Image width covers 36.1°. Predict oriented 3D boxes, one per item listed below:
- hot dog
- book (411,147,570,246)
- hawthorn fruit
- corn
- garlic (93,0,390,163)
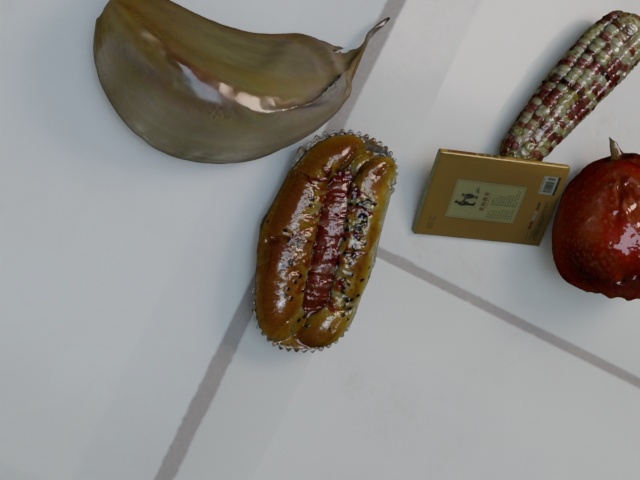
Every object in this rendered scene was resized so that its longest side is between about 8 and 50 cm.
[{"bbox_3d":[0.000,0.000,1.144,0.144,0.075,0.268,16,94,-18],"label":"hot dog"},{"bbox_3d":[0.208,-0.050,1.197,0.172,0.012,0.118,6,122,-15],"label":"book"},{"bbox_3d":[0.372,-0.013,1.196,0.173,0.173,0.179,31,87,-15],"label":"hawthorn fruit"},{"bbox_3d":[0.311,-0.183,1.207,0.079,0.079,0.237,40,91,-14],"label":"corn"},{"bbox_3d":[-0.077,-0.184,1.079,0.338,0.151,0.196,5,82,-16],"label":"garlic"}]
